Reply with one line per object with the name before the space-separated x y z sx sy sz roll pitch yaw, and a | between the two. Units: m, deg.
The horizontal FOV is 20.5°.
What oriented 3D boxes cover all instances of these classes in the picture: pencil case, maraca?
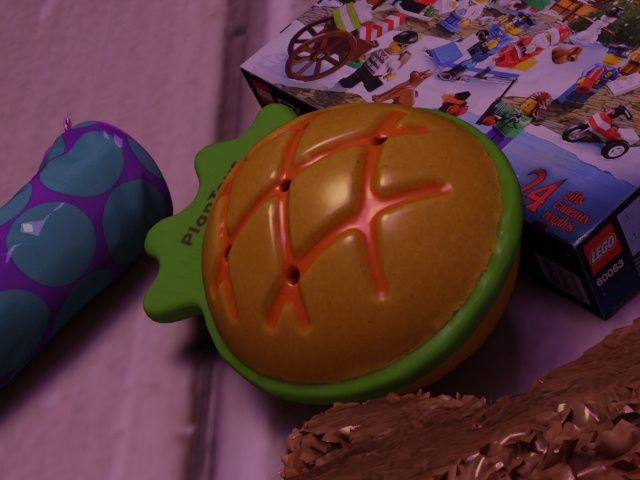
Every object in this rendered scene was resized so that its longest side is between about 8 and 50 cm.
pencil case | -0.134 0.014 0.759 0.070 0.064 0.152 34 58 20
maraca | 0.000 0.000 0.683 0.186 0.099 0.127 16 67 47

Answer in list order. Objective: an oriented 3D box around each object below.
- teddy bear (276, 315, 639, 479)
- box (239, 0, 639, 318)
teddy bear | 0.013 0.120 0.495 0.338 0.113 0.245 -23 10 -24
box | 0.092 -0.075 0.767 0.159 0.044 0.233 -42 40 -15
